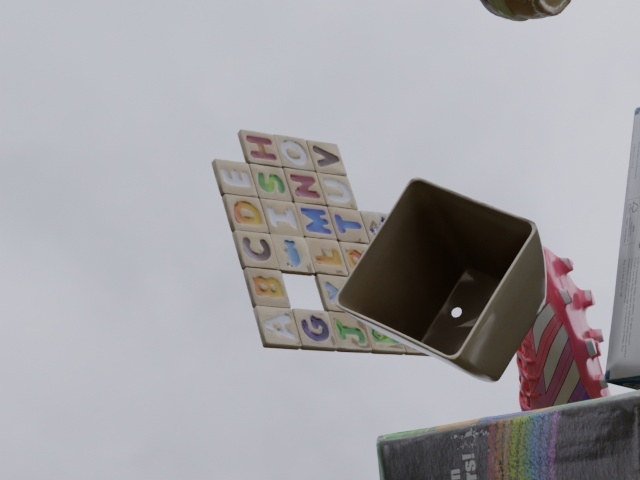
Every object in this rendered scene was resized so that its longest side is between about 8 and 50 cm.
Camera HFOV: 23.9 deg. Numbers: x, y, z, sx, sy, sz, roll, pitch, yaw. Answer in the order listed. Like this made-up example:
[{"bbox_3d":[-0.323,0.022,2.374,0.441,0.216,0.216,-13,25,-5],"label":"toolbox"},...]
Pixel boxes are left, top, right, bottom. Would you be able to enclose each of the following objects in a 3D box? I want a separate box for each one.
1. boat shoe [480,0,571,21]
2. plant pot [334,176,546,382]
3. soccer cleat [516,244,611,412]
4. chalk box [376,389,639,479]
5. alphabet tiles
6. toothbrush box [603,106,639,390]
[{"bbox_3d":[0.107,-0.166,0.532,0.072,0.190,0.068,19,15,25],"label":"boat shoe"},{"bbox_3d":[0.096,0.038,1.050,0.109,0.109,0.096,24,-15,38],"label":"plant pot"},{"bbox_3d":[0.192,0.116,1.230,0.095,0.083,0.248,-16,-60,19],"label":"soccer cleat"},{"bbox_3d":[0.114,0.131,0.609,0.132,0.132,0.213,-2,-10,-32],"label":"chalk box"},{"bbox_3d":[0.000,0.000,1.414,0.198,0.237,0.009,6,-35,-37],"label":"alphabet tiles"},{"bbox_3d":[0.375,0.027,1.125,0.296,0.216,0.126,15,-13,-25],"label":"toothbrush box"}]
